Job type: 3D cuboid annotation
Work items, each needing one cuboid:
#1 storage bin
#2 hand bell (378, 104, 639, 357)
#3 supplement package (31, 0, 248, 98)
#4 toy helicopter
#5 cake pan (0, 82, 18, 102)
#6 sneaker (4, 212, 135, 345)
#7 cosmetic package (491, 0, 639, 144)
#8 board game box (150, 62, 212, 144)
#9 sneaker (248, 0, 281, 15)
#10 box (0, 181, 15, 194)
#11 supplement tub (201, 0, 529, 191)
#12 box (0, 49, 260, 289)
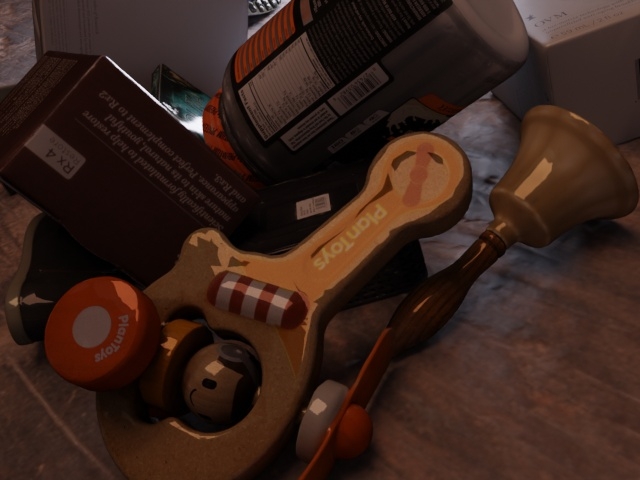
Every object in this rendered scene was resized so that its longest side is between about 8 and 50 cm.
[{"bbox_3d":[0.000,0.000,0.757,0.180,0.084,0.122,-17,32,7],"label":"storage bin"},{"bbox_3d":[0.139,0.009,0.677,0.242,0.126,0.126,-42,37,-11],"label":"hand bell"},{"bbox_3d":[-0.272,-0.307,1.197,0.293,0.175,0.177,-7,27,-21],"label":"supplement package"},{"bbox_3d":[-0.012,0.058,0.606,0.355,0.140,0.235,-42,62,-4],"label":"toy helicopter"},{"bbox_3d":[-0.612,-0.188,1.397,0.293,0.054,0.293,-14,33,9],"label":"cake pan"},{"bbox_3d":[-0.259,0.033,0.871,0.118,0.083,0.222,-8,32,-5],"label":"sneaker"},{"bbox_3d":[0.314,-0.223,0.874,0.224,0.138,0.225,-20,31,0],"label":"cosmetic package"},{"bbox_3d":[-0.170,-0.163,1.060,0.026,0.126,0.186,-47,28,18],"label":"board game box"},{"bbox_3d":[-0.152,-0.524,1.616,0.147,0.130,0.330,-19,26,29],"label":"sneaker"},{"bbox_3d":[-0.421,-0.164,1.236,0.180,0.077,0.147,-25,33,-9],"label":"box"},{"bbox_3d":[0.033,-0.172,0.817,0.316,0.193,0.193,-33,22,34],"label":"supplement tub"},{"bbox_3d":[-0.230,-0.086,0.826,0.143,0.191,0.381,-50,28,-5],"label":"box"}]
